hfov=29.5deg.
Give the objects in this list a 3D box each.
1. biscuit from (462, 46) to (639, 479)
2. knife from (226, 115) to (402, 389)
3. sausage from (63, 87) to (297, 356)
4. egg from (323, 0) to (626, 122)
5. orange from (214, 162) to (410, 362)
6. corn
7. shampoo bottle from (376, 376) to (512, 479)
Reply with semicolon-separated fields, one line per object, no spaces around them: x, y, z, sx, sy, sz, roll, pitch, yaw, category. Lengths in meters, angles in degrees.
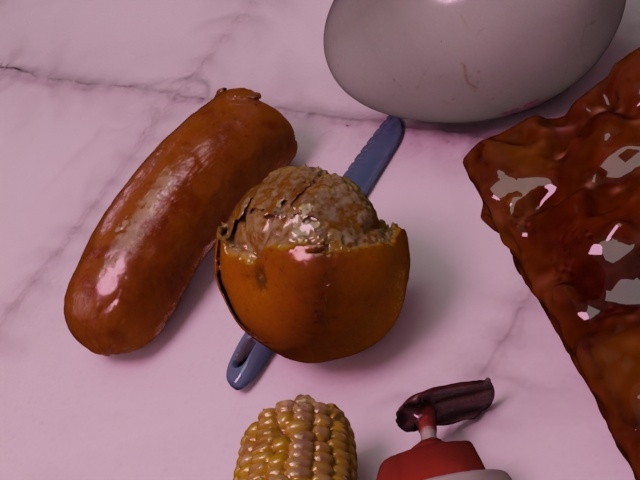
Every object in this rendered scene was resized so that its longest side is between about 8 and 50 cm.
0.301;0.020;0.691;0.343;0.166;0.395;-26;42;7;biscuit
0.000;0.000;1.033;0.044;0.019;0.313;6;51;41;knife
-0.127;-0.018;1.068;0.109;0.109;0.270;15;62;42;sausage
0.122;-0.189;1.008;0.264;0.183;0.183;-14;43;30;egg
-0.003;0.016;0.921;0.156;0.156;0.134;4;8;36;orange
-0.018;0.214;0.766;0.093;0.093;0.244;-17;39;19;corn
0.086;0.190;0.723;0.153;0.071;0.284;-2;40;-5;shampoo bottle
